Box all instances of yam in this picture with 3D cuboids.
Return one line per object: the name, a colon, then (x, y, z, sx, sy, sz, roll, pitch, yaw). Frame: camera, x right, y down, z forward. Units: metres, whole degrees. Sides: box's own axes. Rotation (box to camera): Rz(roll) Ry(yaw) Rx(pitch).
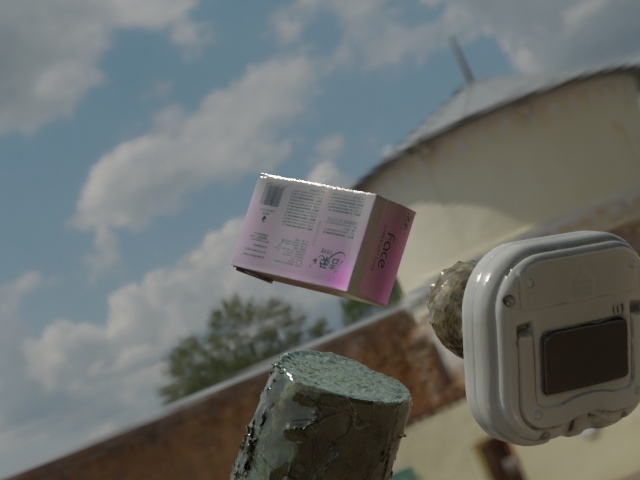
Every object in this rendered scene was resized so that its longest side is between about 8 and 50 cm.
yam: (-0.009, 0.334, 2.003, 0.241, 0.348, 0.241, 15, 4, -1)

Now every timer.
timer: (0.285, 0.113, 1.749, 0.262, 0.237, 0.087, -9, 8, -33)

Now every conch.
conch: (0.225, 0.094, 1.860, 0.155, 0.207, 0.130, -41, -51, -4)

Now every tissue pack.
tissue pack: (0.000, 0.000, 2.108, 0.246, 0.148, 0.092, 13, -8, 45)
